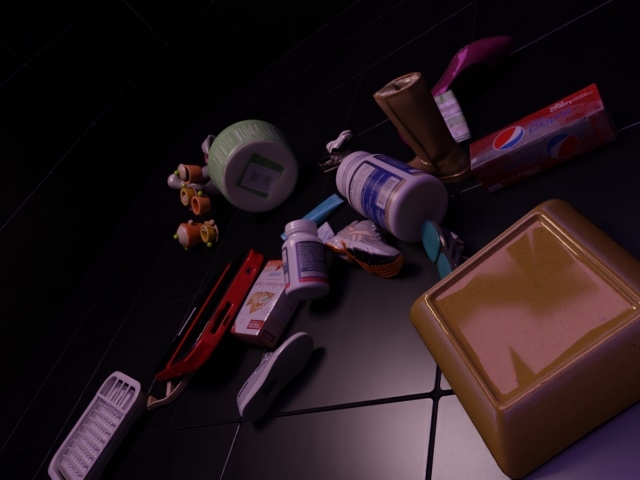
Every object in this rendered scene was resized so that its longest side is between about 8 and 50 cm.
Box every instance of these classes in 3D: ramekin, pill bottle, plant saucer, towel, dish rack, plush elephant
[{"bbox_3d":[-0.220,-0.243,1.771,0.303,0.303,0.148,-43,36,5],"label":"ramekin"},{"bbox_3d":[-0.039,0.046,1.270,0.108,0.108,0.180,-24,61,35],"label":"pill bottle"},{"bbox_3d":[0.307,0.106,0.763,0.332,0.081,0.333,-40,39,11],"label":"plant saucer"},{"bbox_3d":[0.309,-0.300,1.325,0.113,0.023,0.152,-20,66,16],"label":"towel"},{"bbox_3d":[-0.635,0.559,1.510,0.285,0.072,0.333,-2,50,51],"label":"dish rack"},{"bbox_3d":[-0.432,-0.313,2.158,0.330,0.272,0.255,6,87,32],"label":"plush elephant"},{"bbox_3d":[0.153,-0.113,1.197,0.153,0.153,0.264,-47,38,-2],"label":"pill bottle"}]

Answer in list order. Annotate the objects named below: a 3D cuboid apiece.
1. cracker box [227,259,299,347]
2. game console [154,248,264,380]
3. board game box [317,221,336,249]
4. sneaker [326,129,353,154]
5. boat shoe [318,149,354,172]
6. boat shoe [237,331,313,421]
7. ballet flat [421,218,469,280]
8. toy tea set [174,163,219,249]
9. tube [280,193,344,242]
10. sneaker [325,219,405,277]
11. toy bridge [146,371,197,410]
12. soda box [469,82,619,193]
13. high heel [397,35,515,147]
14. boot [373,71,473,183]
[{"bbox_3d":[-0.129,0.159,1.354,0.155,0.067,0.232,-7,48,51],"label":"cracker box"},{"bbox_3d":[-0.318,0.215,1.495,0.342,0.060,0.387,-34,23,51],"label":"game console"},{"bbox_3d":[0.000,0.000,1.437,0.090,0.020,0.090,-42,29,8],"label":"board game box"},{"bbox_3d":[0.070,-0.330,1.764,0.109,0.040,0.044,-36,46,25],"label":"sneaker"},{"bbox_3d":[0.050,-0.264,1.694,0.133,0.042,0.049,-19,36,38],"label":"boat shoe"},{"bbox_3d":[-0.108,0.286,1.146,0.227,0.079,0.081,-52,33,-4],"label":"boat shoe"},{"bbox_3d":[0.253,0.030,1.015,0.074,0.074,0.203,-36,31,17],"label":"ballet flat"},{"bbox_3d":[-0.508,-0.122,1.995,0.124,0.336,0.200,-13,-3,-36],"label":"toy tea set"},{"bbox_3d":[-0.024,-0.061,1.525,0.207,0.052,0.080,-41,33,-1],"label":"tube"},{"bbox_3d":[0.116,0.001,1.207,0.121,0.099,0.262,-48,29,-14],"label":"sneaker"},{"bbox_3d":[-0.415,0.417,1.446,0.188,0.026,0.063,-41,29,10],"label":"toy bridge"},{"bbox_3d":[0.437,-0.197,1.039,0.263,0.083,0.092,-24,36,34],"label":"soda box"},{"bbox_3d":[0.376,-0.389,1.396,0.377,0.127,0.181,-32,60,17],"label":"high heel"},{"bbox_3d":[0.209,-0.244,1.208,0.236,0.269,0.089,-9,44,48],"label":"boot"}]
